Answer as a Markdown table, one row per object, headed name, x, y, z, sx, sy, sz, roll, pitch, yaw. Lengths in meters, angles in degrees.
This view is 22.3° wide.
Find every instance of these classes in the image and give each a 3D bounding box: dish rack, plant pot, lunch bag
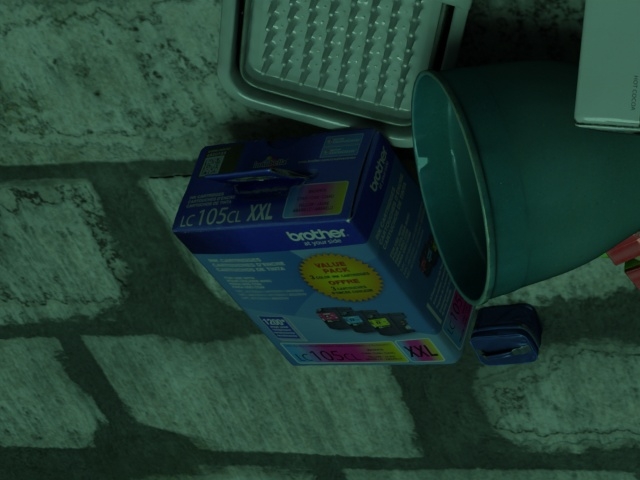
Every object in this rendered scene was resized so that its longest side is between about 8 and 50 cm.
| name | x | y | z | sx | sy | sz | roll | pitch | yaw |
| --- | --- | --- | --- | --- | --- | --- | --- | --- | --- |
| dish rack | 0.029 | -0.268 | 1.892 | 0.285 | 0.072 | 0.333 | 15 | 139 | 4 |
| plant pot | 0.263 | -0.086 | 1.843 | 0.255 | 0.271 | 0.271 | -13 | 138 | -9 |
| lunch bag | 0.254 | 0.135 | 2.246 | 0.098 | 0.065 | 0.067 | -9 | 131 | 28 |

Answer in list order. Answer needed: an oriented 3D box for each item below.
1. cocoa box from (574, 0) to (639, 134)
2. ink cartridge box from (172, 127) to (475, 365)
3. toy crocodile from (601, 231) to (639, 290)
| name | x | y | z | sx | sy | sz | roll | pitch | yaw |
| --- | --- | --- | --- | --- | --- | --- | --- | --- | --- |
| cocoa box | 0.376 | -0.266 | 1.517 | 0.228 | 0.231 | 0.347 | 6 | 93 | 15 |
| ink cartridge box | 0.000 | 0.000 | 2.081 | 0.270 | 0.151 | 0.395 | -4 | 142 | 31 |
| toy crocodile | 0.427 | 0.030 | 2.035 | 0.340 | 0.105 | 0.115 | 41 | 135 | -23 |
